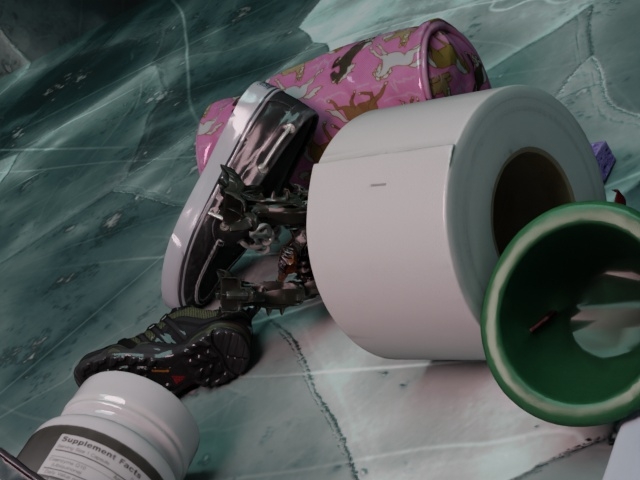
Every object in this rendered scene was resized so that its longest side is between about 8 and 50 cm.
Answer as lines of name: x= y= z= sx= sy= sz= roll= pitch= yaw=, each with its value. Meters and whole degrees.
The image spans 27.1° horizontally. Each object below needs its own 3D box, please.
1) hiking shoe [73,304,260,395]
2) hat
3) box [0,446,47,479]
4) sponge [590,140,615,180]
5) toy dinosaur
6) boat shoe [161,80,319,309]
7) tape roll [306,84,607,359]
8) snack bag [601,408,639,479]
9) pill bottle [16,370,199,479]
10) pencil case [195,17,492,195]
hiking shoe: x=-0.173 y=0.130 z=1.534 sx=0.226 sy=0.086 sz=0.114 roll=-13 pitch=22 yaw=19
hat: x=0.253 y=0.061 z=1.128 sx=0.173 sy=0.183 sz=0.209 roll=26 pitch=93 yaw=30
box: x=-0.239 y=0.353 z=1.018 sx=0.293 sy=0.073 sz=0.295 roll=33 pitch=61 yaw=18
sponge: x=0.206 y=-0.047 z=1.444 sx=0.210 sy=0.031 sz=0.117 roll=-12 pitch=32 yaw=40
toy dinosaur: x=0.000 y=0.000 z=1.441 sx=0.218 sy=0.164 sz=0.322 roll=1 pitch=-8 yaw=-10
boat shoe: x=-0.092 y=-0.035 z=1.616 sx=0.306 sy=0.105 sz=0.113 roll=-63 pitch=-19 yaw=8
tape roll: x=0.130 y=-0.011 z=1.223 sx=0.169 sy=0.246 sz=0.246 roll=-4 pitch=38 yaw=44
snack bag: x=0.384 y=0.102 z=0.968 sx=0.342 sy=0.037 sz=0.323 roll=-10 pitch=34 yaw=39
pill bottle: x=-0.232 y=0.267 z=1.246 sx=0.161 sy=0.161 sz=0.283 roll=-15 pitch=31 yaw=34
pencil case: x=0.021 y=-0.144 z=1.679 sx=0.386 sy=0.160 sz=0.167 roll=-15 pitch=51 yaw=34
